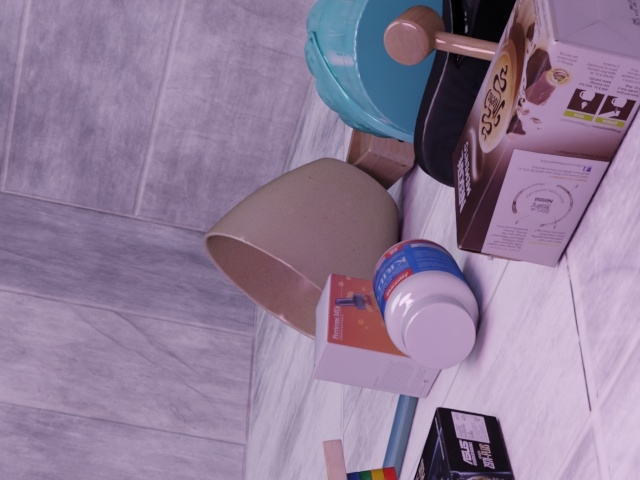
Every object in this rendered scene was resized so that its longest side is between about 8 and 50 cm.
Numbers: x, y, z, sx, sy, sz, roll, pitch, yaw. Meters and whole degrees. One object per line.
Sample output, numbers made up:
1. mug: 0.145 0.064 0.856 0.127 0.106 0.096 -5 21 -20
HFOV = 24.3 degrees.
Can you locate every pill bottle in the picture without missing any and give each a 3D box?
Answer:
1. pill bottle: 0.141 0.086 1.961 0.221 0.124 0.124 -107 30 -72

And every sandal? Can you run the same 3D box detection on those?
1. sandal: 0.226 -0.277 1.834 0.107 0.168 0.445 -145 59 -64

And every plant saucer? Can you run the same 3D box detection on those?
1. plant saucer: 0.118 0.287 2.206 0.067 0.018 0.192 -121 42 -77

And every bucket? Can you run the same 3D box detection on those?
1. bucket: 0.132 -0.260 2.006 0.183 0.281 0.281 -151 72 -72

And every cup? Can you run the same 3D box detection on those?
1. cup: 0.000 0.000 2.520 0.237 0.331 0.331 -56 2 -17

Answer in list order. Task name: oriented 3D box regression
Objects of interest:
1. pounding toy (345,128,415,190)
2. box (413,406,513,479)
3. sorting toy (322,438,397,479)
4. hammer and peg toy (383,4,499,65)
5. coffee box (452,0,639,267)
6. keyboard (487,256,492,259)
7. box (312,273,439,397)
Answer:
1. pounding toy: 0.132 -0.205 2.536 0.206 0.094 0.181 137 150 -60
2. box: 0.160 0.303 1.706 0.180 0.078 0.147 -95 18 -62
3. sorting toy: 0.071 0.412 1.813 0.255 0.089 0.257 82 180 -49
4. hammer and peg toy: 0.218 -0.352 1.676 0.127 0.266 0.361 -54 -17 -54
5. coffee box: 0.243 -0.136 1.596 0.168 0.119 0.297 -89 13 -46
6. keyboard: 0.247 -0.084 1.855 0.256 0.014 0.072 110 168 -45
7. box: 0.082 0.136 2.120 0.091 0.171 0.130 111 166 -48
